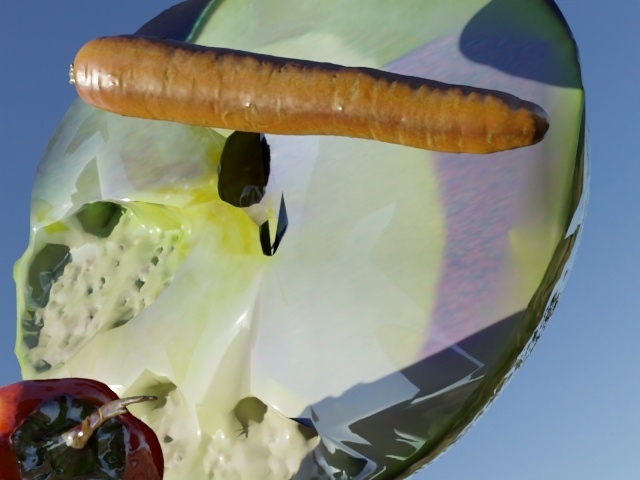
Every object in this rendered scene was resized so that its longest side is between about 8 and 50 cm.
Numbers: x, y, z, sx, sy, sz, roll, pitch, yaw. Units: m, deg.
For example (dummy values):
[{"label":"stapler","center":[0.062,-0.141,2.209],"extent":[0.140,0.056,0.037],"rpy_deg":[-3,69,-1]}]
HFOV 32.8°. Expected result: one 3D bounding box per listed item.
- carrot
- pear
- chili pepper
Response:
[{"label":"carrot","center":[-0.013,-0.068,0.518],"extent":[0.247,0.043,0.043],"rpy_deg":[11,-18,22]},{"label":"pear","center":[0.001,0.005,0.694],"extent":[0.398,0.399,0.165],"rpy_deg":[-32,-37,16]},{"label":"chili pepper","center":[-0.110,0.100,0.452],"extent":[0.086,0.084,0.192],"rpy_deg":[28,-43,-18]}]
